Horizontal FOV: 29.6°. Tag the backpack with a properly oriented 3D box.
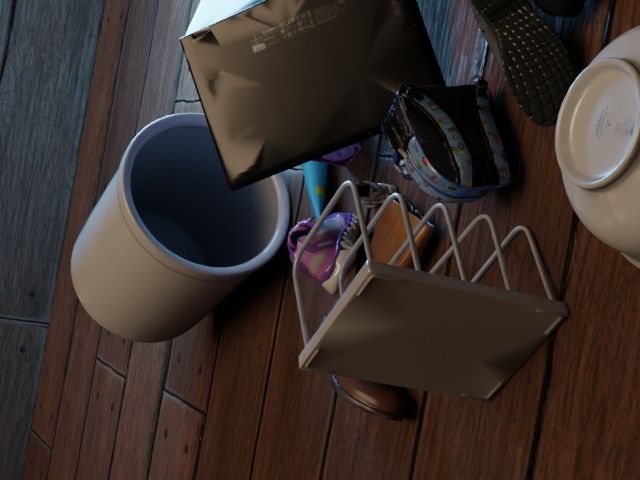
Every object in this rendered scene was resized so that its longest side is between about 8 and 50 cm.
[{"bbox_3d":[0.179,-0.120,1.633,0.173,0.158,0.117,68,150,29],"label":"backpack"}]

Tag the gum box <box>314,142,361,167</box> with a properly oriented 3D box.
[{"bbox_3d":[-0.034,-0.197,2.028,0.062,0.188,0.107,-51,38,47],"label":"gum box"}]

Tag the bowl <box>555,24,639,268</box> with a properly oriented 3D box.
[{"bbox_3d":[0.348,-0.113,1.304,0.298,0.134,0.297,-31,54,58],"label":"bowl"}]

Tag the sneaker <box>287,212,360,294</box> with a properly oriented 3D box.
[{"bbox_3d":[0.000,0.000,1.926,0.236,0.105,0.095,-81,16,-72],"label":"sneaker"}]

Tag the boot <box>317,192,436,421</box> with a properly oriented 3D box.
[{"bbox_3d":[0.110,0.098,1.797,0.280,0.096,0.264,-62,23,18],"label":"boot"}]

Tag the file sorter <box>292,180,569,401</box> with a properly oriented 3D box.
[{"bbox_3d":[0.128,0.062,1.529,0.193,0.278,0.173,-56,31,40],"label":"file sorter"}]

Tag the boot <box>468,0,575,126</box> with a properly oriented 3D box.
[{"bbox_3d":[0.257,-0.264,1.587,0.246,0.083,0.161,63,-172,1],"label":"boot"}]

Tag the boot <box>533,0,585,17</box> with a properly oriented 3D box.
[{"bbox_3d":[0.339,-0.349,1.454,0.246,0.094,0.207,53,147,31],"label":"boot"}]

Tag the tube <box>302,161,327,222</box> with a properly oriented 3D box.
[{"bbox_3d":[-0.008,-0.109,2.102,0.080,0.052,0.207,67,-165,-63],"label":"tube"}]

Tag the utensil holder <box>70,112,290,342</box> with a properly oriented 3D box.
[{"bbox_3d":[-0.279,-0.009,2.319,0.385,0.328,0.327,135,137,-54],"label":"utensil holder"}]

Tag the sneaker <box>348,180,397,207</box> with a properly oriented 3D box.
[{"bbox_3d":[0.070,-0.077,1.915,0.098,0.069,0.038,-14,68,61],"label":"sneaker"}]

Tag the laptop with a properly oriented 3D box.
[{"bbox_3d":[-0.001,-0.334,1.965,0.382,0.236,0.407,-20,85,20],"label":"laptop"}]
